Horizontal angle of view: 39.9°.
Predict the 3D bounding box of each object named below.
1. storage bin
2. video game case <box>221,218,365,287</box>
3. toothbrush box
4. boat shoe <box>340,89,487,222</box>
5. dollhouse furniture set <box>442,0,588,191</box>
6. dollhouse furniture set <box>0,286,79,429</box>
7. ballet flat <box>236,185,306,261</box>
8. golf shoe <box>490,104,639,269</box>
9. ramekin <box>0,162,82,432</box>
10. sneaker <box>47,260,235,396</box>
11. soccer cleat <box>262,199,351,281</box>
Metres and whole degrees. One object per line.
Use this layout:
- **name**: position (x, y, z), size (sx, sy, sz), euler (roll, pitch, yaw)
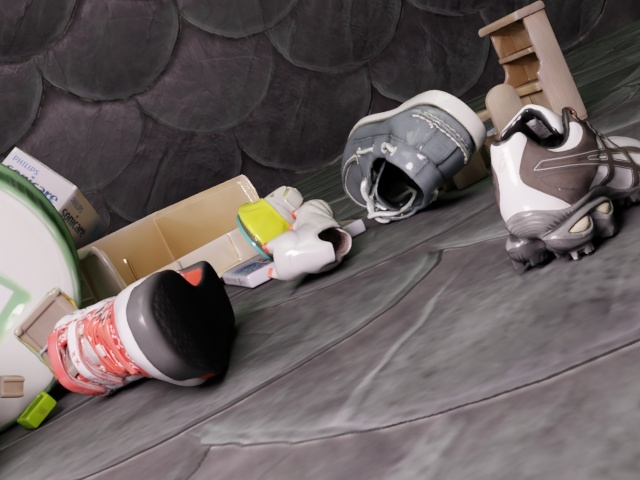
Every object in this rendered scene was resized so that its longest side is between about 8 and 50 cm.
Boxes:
- **storage bin**: position (-0.235, 0.033, 1.221), size (0.260, 0.123, 0.262), euler (-18, 9, 47)
- **video game case**: position (-0.037, 0.016, 1.090), size (0.157, 0.019, 0.143), euler (-26, 7, -17)
- **toothbrush box**: position (-0.466, 0.034, 1.311), size (0.283, 0.122, 0.206), euler (-56, -9, -14)
- **boat shoe**: position (0.076, -0.077, 1.004), size (0.099, 0.116, 0.319), euler (-53, 8, -16)
- **dollhouse furniture set**: position (0.193, -0.178, 1.135), size (0.242, 0.161, 0.212), euler (-27, 7, -14)
- **dollhouse furniture set**: position (-0.274, 0.120, 0.811), size (0.058, 0.076, 0.152), euler (-8, 39, 52)
- **ballet flat**: position (-0.052, -0.030, 1.047), size (0.077, 0.077, 0.231), euler (-45, 5, 2)
- **golf shoe**: position (0.174, -0.057, 0.596), size (0.077, 0.094, 0.198), euler (-21, 6, 36)
- **ramekin**: position (-0.381, 0.059, 0.867), size (0.303, 0.304, 0.148), euler (-27, 15, -18)
- **sneaker**: position (-0.155, 0.085, 0.705), size (0.145, 0.090, 0.270), euler (-26, 4, 2)
- **soccer cleat**: position (0.000, 0.000, 0.927), size (0.076, 0.068, 0.196), euler (-8, 13, 15)
